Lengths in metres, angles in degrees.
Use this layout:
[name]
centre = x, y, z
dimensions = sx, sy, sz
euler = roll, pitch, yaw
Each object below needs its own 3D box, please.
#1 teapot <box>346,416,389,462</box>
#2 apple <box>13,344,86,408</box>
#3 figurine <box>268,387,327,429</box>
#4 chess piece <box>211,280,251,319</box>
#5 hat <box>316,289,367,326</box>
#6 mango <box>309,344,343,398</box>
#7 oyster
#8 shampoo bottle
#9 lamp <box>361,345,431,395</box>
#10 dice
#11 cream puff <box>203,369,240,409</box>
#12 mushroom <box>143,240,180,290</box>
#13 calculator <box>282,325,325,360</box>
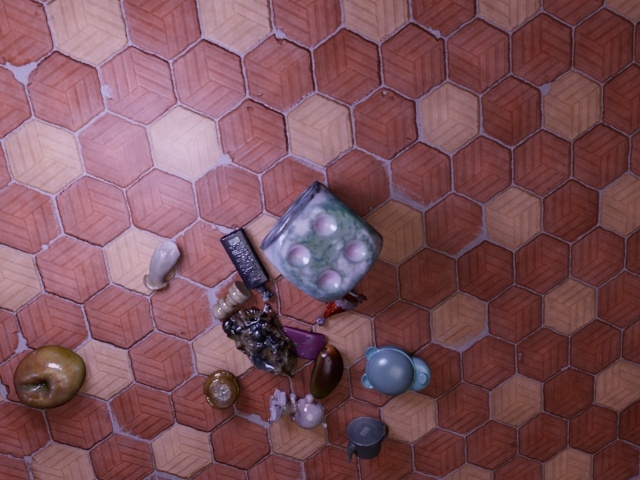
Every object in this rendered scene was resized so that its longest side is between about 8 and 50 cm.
[teapot]
centre = 0.209, 0.886, 2.050
dimensions = 0.239, 0.162, 0.148
euler = -21, 116, -32
[apple]
centre = -1.038, 0.522, 1.794
dimensions = 0.261, 0.194, 0.260
euler = -1, 103, -4
[figurine]
centre = -0.085, 0.719, 1.973
dimensions = 0.257, 0.144, 0.181
euler = 17, 100, -11
[chess piece]
centre = -0.363, 0.249, 1.865
dimensions = 0.094, 0.094, 0.170
euler = 43, 103, -14
[hat]
centre = 0.065, 0.276, 1.918
dimensions = 0.140, 0.128, 0.227
euler = 25, 117, -28
[mango]
centre = 0.028, 0.563, 1.966
dimensions = 0.133, 0.111, 0.267
euler = 0, 114, -33
[oyster]
centre = -0.242, 0.438, 1.907
dimensions = 0.221, 0.096, 0.361
euler = -27, 98, 10
[shampoo bottle]
centre = -0.280, 0.105, 1.843
dimensions = 0.098, 0.071, 0.309
euler = -27, 105, -1
[lamp]
centre = 0.325, 0.557, 1.977
dimensions = 0.284, 0.147, 0.209
euler = 7, 100, -8
[dice]
centre = 0.000, 0.000, 1.717
dimensions = 0.348, 0.330, 0.328
euler = 40, 95, -15
[cream puff]
centre = -0.409, 0.612, 1.926
dimensions = 0.150, 0.115, 0.165
euler = 12, 92, -16
[mushroom]
centre = -0.611, 0.096, 1.798
dimensions = 0.097, 0.088, 0.212
euler = 10, 110, -41
[calculator]
centre = -0.083, 0.436, 1.964
dimensions = 0.191, 0.034, 0.126
euler = 14, 103, -8
